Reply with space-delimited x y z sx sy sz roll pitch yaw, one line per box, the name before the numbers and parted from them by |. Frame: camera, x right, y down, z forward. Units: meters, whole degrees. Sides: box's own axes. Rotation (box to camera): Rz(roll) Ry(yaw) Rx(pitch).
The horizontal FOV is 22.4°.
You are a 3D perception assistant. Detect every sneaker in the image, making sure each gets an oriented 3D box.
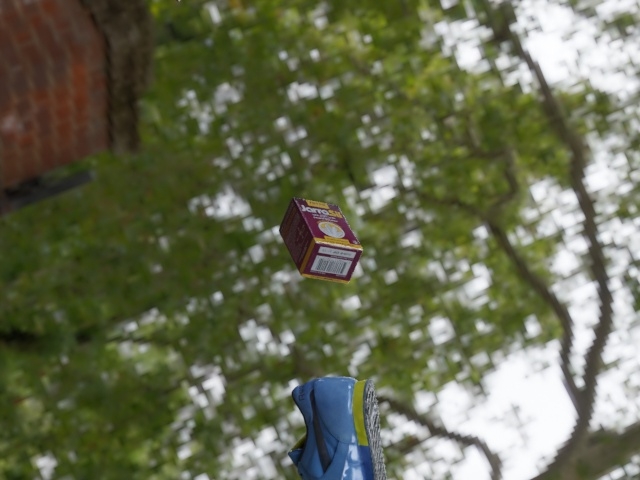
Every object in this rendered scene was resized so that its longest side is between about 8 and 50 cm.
sneaker | 0.017 0.220 1.499 0.069 0.082 0.209 -69 153 -65

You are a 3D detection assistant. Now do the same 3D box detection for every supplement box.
supplement box | 0.000 0.000 1.582 0.043 0.055 0.083 -67 -151 26
